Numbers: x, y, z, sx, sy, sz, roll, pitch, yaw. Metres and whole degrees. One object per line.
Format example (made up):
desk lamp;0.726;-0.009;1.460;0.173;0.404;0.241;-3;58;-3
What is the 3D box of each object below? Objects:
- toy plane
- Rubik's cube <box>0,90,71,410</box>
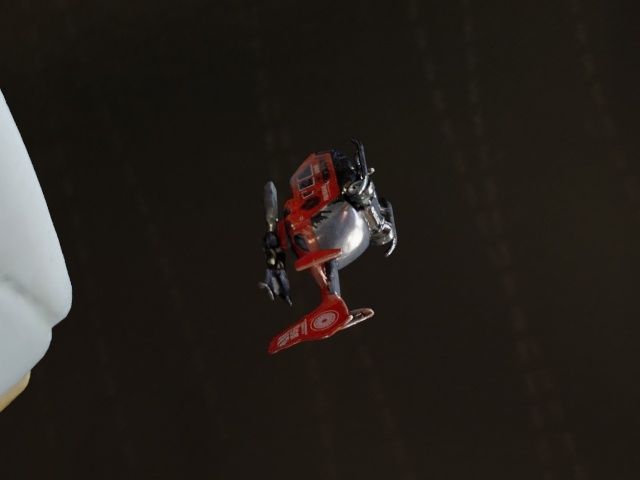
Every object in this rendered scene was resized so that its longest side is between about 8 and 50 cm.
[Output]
toy plane;0.000;0.000;0.830;0.060;0.145;0.037;-21;120;9
Rubik's cube;-0.334;-0.039;0.688;0.352;0.347;0.351;-37;64;-15
